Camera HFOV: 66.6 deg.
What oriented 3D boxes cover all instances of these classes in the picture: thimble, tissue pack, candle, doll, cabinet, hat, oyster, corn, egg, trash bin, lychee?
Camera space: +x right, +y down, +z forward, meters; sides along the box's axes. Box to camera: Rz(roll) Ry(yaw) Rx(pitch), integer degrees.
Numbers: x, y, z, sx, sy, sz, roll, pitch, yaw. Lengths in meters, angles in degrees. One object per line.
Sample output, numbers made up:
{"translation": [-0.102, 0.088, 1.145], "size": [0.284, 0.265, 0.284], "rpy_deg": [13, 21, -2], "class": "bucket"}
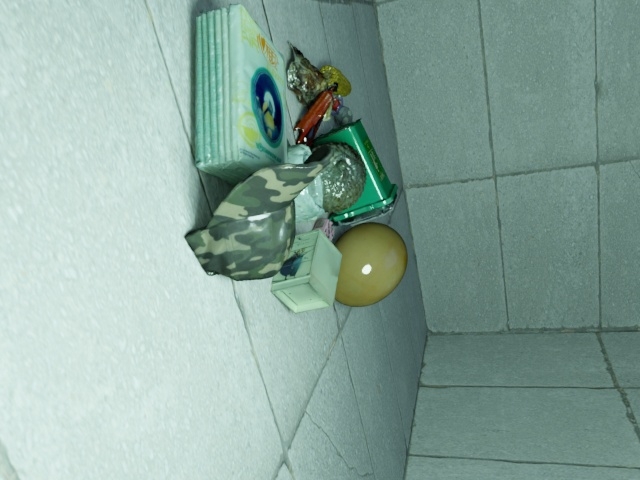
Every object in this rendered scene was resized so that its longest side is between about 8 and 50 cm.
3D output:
{"translation": [-0.083, -0.166, 1.496], "size": [0.205, 0.172, 0.250], "rpy_deg": [-62, 140, -59], "class": "thimble"}
{"translation": [-0.196, -0.343, 1.250], "size": [0.287, 0.162, 0.388], "rpy_deg": [23, 64, -71], "class": "tissue pack"}
{"translation": [-0.009, -0.470, 1.802], "size": [0.084, 0.059, 0.301], "rpy_deg": [43, 71, -37], "class": "candle"}
{"translation": [0.099, -0.581, 2.243], "size": [0.102, 0.075, 0.227], "rpy_deg": [-57, 141, -10], "class": "doll"}
{"translation": [-0.043, 0.098, 1.535], "size": [0.150, 0.145, 0.206], "rpy_deg": [50, 38, -36], "class": "cabinet"}
{"translation": [-0.098, -0.045, 1.156], "size": [0.366, 0.382, 0.257], "rpy_deg": [-34, 104, -46], "class": "hat"}
{"translation": [-0.042, -0.593, 1.833], "size": [0.271, 0.100, 0.275], "rpy_deg": [-15, 103, -55], "class": "oyster"}
{"translation": [0.067, -0.702, 2.163], "size": [0.313, 0.102, 0.102], "rpy_deg": [-19, 102, -74], "class": "corn"}
{"translation": [0.180, 0.095, 1.934], "size": [0.374, 0.301, 0.301], "rpy_deg": [-50, 136, -31], "class": "egg"}
{"translation": [0.119, -0.269, 1.975], "size": [0.381, 0.295, 0.259], "rpy_deg": [67, 22, -13], "class": "trash bin"}
{"translation": [0.039, -0.223, 1.743], "size": [0.274, 0.255, 0.255], "rpy_deg": [158, -71, -75], "class": "lychee"}

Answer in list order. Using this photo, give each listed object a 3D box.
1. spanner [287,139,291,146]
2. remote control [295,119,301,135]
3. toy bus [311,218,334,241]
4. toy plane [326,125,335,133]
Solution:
{"translation": [-0.125, -0.341, 1.652], "size": [0.302, 0.017, 0.071], "rpy_deg": [59, 33, -51], "class": "spanner"}
{"translation": [-0.072, -0.401, 1.812], "size": [0.034, 0.016, 0.091], "rpy_deg": [-54, 137, -37], "class": "remote control"}
{"translation": [0.000, 0.000, 1.838], "size": [0.203, 0.063, 0.090], "rpy_deg": [-68, 146, -50], "class": "toy bus"}
{"translation": [0.091, -0.394, 2.136], "size": [0.234, 0.082, 0.160], "rpy_deg": [52, 43, -25], "class": "toy plane"}
